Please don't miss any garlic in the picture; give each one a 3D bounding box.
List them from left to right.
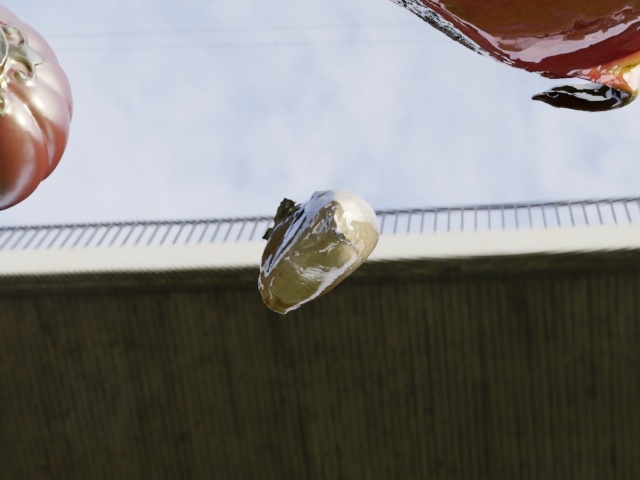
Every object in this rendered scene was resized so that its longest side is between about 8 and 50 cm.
[{"bbox_3d":[0.007,0.002,0.833,0.066,0.084,0.152,24,-33,-19],"label":"garlic"}]

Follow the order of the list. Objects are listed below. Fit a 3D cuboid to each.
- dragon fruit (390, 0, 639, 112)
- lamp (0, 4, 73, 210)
[{"bbox_3d":[0.103,-0.191,0.636,0.291,0.290,0.189,24,-81,-4],"label":"dragon fruit"},{"bbox_3d":[-0.464,-0.169,1.458,0.303,0.303,0.257,27,-37,-5],"label":"lamp"}]
